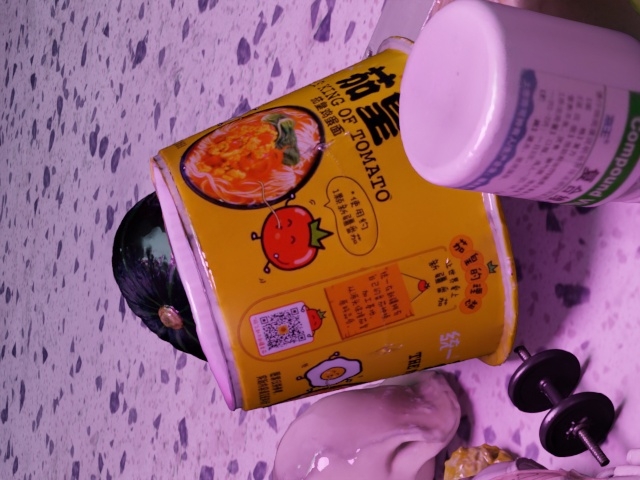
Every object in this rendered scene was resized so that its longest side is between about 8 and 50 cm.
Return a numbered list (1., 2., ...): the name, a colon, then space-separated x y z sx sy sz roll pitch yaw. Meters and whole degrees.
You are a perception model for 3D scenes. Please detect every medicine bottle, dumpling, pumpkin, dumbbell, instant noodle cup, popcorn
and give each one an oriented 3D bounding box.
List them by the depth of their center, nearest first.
1. medicine bottle: 0.188 -0.093 0.884 0.139 0.237 0.139 -21 66 59
2. dumbbell: 0.201 0.136 0.994 0.147 0.069 0.069 59 135 49
3. instant noodle cup: 0.000 0.000 1.085 0.325 0.254 0.326 162 90 -80
4. popcorn: 0.149 0.225 1.092 0.083 0.068 0.059 41 158 28
5. dumpling: 0.040 0.213 1.219 0.258 0.147 0.193 -33 16 29
6. pumpkin: -0.133 0.019 1.530 0.248 0.248 0.248 -21 66 60

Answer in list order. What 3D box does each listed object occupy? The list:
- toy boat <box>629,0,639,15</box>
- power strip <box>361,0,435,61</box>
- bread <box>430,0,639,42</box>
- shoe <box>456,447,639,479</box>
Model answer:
1. toy boat: 0.277 -0.190 0.873 0.084 0.111 0.276 -55 37 34
2. power strip: 0.071 -0.147 1.312 0.385 0.062 0.091 -67 32 29
3. bread: 0.184 -0.178 1.019 0.134 0.141 0.148 126 141 -51
4. shoe: 0.217 0.244 0.859 0.198 0.172 0.351 -42 17 6
